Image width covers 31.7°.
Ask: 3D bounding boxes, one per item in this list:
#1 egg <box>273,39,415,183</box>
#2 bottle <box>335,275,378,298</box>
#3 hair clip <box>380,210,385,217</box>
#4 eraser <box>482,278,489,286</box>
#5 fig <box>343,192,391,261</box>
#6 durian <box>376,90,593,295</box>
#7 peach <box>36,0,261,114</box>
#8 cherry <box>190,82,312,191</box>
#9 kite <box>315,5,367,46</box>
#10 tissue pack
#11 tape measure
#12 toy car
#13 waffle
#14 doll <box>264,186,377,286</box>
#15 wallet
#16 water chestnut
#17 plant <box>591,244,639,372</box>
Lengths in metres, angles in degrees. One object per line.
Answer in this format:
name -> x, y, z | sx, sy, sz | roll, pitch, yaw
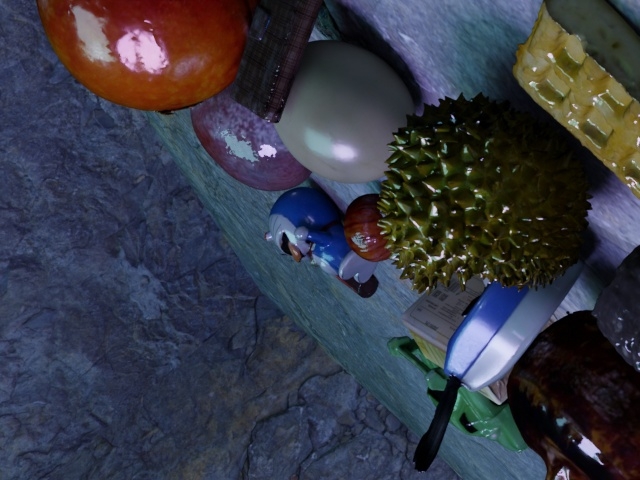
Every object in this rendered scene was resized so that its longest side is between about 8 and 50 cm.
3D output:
egg -> 0.026, -0.184, 1.583 | 0.242, 0.186, 0.186 | 41, 167, 27
bottle -> 0.070, 0.077, 2.668 | 0.164, 0.060, 0.060 | 36, 163, 50
hair clip -> 0.161, -0.023, 1.783 | 0.101, 0.085, 0.331 | 56, 176, -8
eraser -> 0.265, -0.003, 1.605 | 0.089, 0.061, 0.352 | 43, 169, 29
fig -> 0.105, -0.031, 2.016 | 0.128, 0.128, 0.150 | 48, 141, 5
durian -> 0.184, -0.053, 1.298 | 0.258, 0.258, 0.293 | 49, -173, -2
peach -> -0.240, -0.372, 1.637 | 0.370, 0.370, 0.370 | 47, 169, 12
cherry -> -0.090, -0.192, 1.927 | 0.286, 0.212, 0.236 | 23, 141, -1
kite -> 0.029, -0.300, 1.652 | 0.139, 0.011, 0.157 | 52, 171, -30
tissue pack -> 0.263, 0.146, 1.858 | 0.125, 0.159, 0.234 | 54, 168, -27
tape measure -> 0.215, 0.123, 1.426 | 0.098, 0.351, 0.215 | 35, 131, 7
toy car -> 0.293, 0.281, 2.170 | 0.213, 0.176, 0.358 | 38, 165, 48
waffle -> 0.302, -0.115, 1.078 | 0.274, 0.057, 0.168 | 47, 169, 13
doll -> 0.000, 0.000, 2.411 | 0.257, 0.161, 0.215 | 41, -178, 30
wallet -> -0.054, -0.283, 1.529 | 0.042, 0.230, 0.124 | 9, -163, -34
water chestnut -> 0.371, 0.254, 1.428 | 0.350, 0.302, 0.350 | 50, 173, 8
plant -> 0.421, 0.115, 1.160 | 0.149, 0.146, 0.274 | -2, -151, -42
